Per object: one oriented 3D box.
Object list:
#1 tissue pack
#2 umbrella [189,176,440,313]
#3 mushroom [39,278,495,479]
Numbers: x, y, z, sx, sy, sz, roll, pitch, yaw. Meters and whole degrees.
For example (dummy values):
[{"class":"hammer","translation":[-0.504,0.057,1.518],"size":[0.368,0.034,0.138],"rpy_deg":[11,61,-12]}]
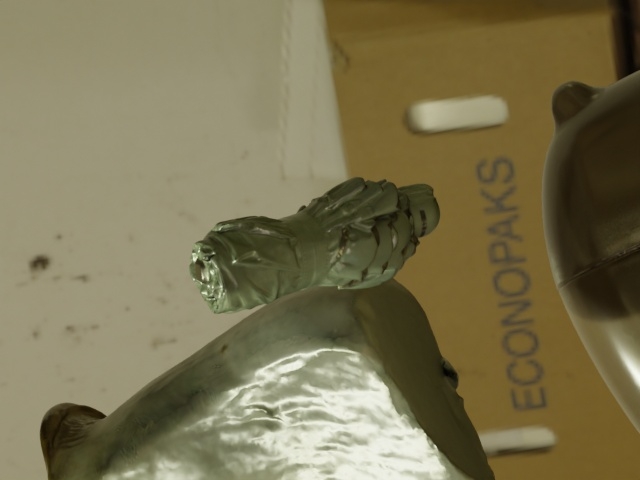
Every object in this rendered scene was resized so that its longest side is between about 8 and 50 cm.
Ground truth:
[{"class":"tissue pack","translation":[0.328,-0.009,0.982],"size":[0.387,0.267,0.277],"rpy_deg":[-1,-111,-62]},{"class":"umbrella","translation":[0.000,0.000,0.687],"size":[0.062,0.143,0.067],"rpy_deg":[54,151,38]},{"class":"mushroom","translation":[-0.053,0.131,0.850],"size":[0.122,0.328,0.159],"rpy_deg":[29,-134,-48]}]
